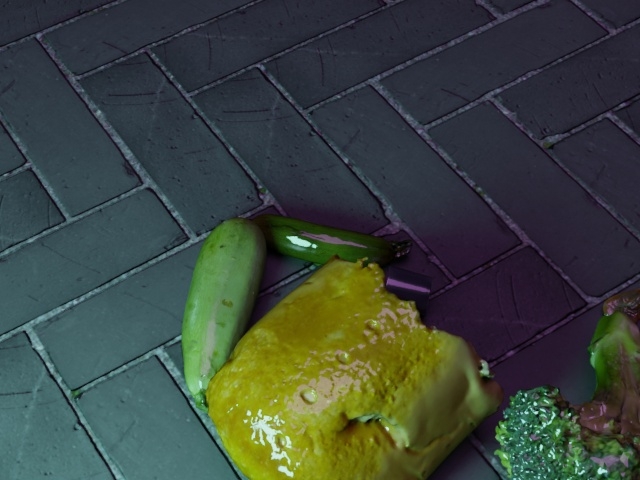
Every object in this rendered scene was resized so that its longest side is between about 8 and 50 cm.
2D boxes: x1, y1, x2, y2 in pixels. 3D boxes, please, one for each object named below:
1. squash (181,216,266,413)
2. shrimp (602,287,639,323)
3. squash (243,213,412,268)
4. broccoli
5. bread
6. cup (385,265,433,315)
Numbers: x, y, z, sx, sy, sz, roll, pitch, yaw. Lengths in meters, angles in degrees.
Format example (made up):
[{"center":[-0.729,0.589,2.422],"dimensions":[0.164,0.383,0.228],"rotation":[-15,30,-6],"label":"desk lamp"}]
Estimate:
[{"center":[-0.171,0.119,1.980],"dimensions":[0.118,0.118,0.371],"rotation":[8,56,7],"label":"squash"},{"center":[0.532,0.113,2.037],"dimensions":[0.108,0.023,0.059],"rotation":[-16,62,-12],"label":"shrimp"},{"center":[0.000,0.002,2.095],"dimensions":[0.318,0.071,0.080],"rotation":[9,51,8],"label":"squash"},{"center":[0.412,0.269,1.787],"dimensions":[0.353,0.275,0.397],"rotation":[22,45,-42],"label":"broccoli"},{"center":[0.032,0.225,1.802],"dimensions":[0.361,0.250,0.394],"rotation":[37,60,26],"label":"bread"},{"center":[0.144,0.098,2.019],"dimensions":[0.077,0.078,0.100],"rotation":[13,62,5],"label":"cup"}]
